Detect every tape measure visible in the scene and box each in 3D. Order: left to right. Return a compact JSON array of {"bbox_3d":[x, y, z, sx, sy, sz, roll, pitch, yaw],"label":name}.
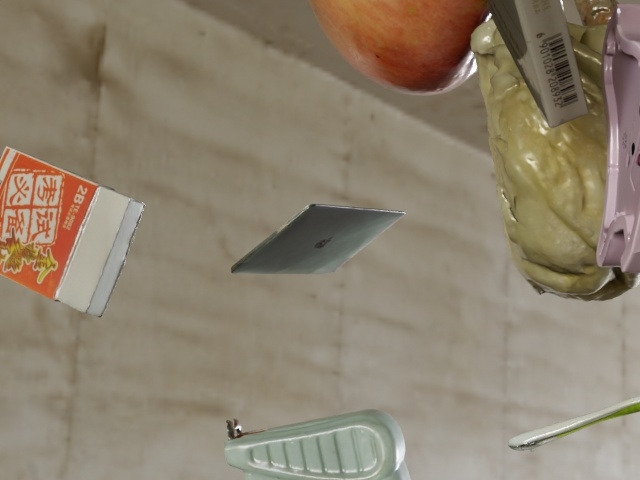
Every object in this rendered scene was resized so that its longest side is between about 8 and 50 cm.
[{"bbox_3d":[0.007,0.352,1.818,0.243,0.246,0.125,-11,-1,12],"label":"tape measure"}]

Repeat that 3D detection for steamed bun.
[{"bbox_3d":[0.327,-0.112,1.644,0.230,0.372,0.325,-12,-11,5],"label":"steamed bun"}]

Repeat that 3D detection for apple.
[{"bbox_3d":[0.141,-0.402,1.814,0.363,0.364,0.364,3,-12,1],"label":"apple"}]

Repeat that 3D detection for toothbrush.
[{"bbox_3d":[0.305,0.167,1.249,0.263,0.026,0.022,-22,-39,20],"label":"toothbrush"}]

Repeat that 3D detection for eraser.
[{"bbox_3d":[-0.341,-0.013,1.641,0.230,0.157,0.038,22,1,31],"label":"eraser"}]

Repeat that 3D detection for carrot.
[{"bbox_3d":[0.530,-0.388,2.325,0.102,0.263,0.102,-28,-21,-12],"label":"carrot"}]

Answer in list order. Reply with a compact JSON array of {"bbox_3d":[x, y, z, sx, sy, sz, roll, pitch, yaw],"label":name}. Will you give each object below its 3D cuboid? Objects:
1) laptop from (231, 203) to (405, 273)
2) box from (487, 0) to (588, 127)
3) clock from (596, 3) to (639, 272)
[{"bbox_3d":[0.000,0.000,2.045,0.187,0.015,0.269,-38,-23,29],"label":"laptop"},{"bbox_3d":[0.188,-0.305,1.315,0.051,0.205,0.365,-22,-42,6],"label":"box"},{"bbox_3d":[0.363,-0.095,1.422,0.080,0.275,0.290,2,-52,-1],"label":"clock"}]
